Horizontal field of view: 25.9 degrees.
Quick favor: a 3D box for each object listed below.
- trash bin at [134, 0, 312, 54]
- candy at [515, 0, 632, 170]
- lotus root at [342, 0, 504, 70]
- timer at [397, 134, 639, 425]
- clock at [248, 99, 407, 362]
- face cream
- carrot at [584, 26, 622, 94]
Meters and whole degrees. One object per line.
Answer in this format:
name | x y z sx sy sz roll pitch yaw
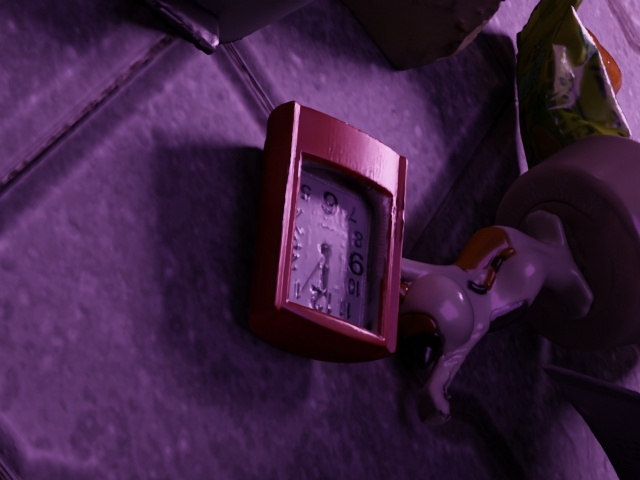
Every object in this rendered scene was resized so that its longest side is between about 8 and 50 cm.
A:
trash bin | -0.004 -0.274 0.892 0.217 0.263 0.277 34 49 -38
candy | 0.217 -0.100 1.213 0.069 0.149 0.246 -14 78 -16
lotus root | 0.081 -0.206 1.082 0.143 0.144 0.070 46 49 -15
timer | 0.149 0.029 1.064 0.266 0.175 0.175 -18 87 -37
clock | 0.000 0.000 0.936 0.113 0.061 0.155 24 59 -38
face cream | 0.328 0.222 1.094 0.137 0.235 0.420 -59 145 -14
carrot | 0.248 -0.173 1.316 0.139 0.048 0.048 28 51 -62
